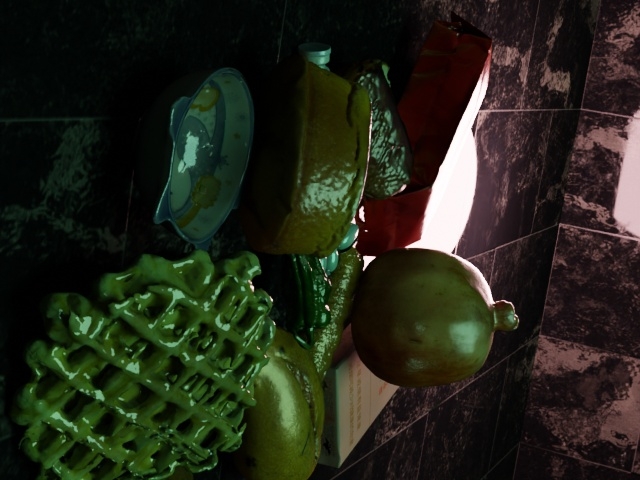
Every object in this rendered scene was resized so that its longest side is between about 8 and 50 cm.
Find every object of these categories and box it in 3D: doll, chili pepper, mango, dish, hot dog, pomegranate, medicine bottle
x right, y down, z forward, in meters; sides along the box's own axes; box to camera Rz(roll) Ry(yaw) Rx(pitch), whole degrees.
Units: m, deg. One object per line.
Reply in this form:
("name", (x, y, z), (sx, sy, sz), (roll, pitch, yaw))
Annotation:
("doll", (0.000, 0.000, 1.884), (0.159, 0.059, 0.158), (65, 43, -58))
("chili pepper", (-0.028, 0.026, 1.753), (0.100, 0.074, 0.257), (143, -63, -79))
("mango", (-0.063, 0.236, 1.778), (0.177, 0.120, 0.294), (-53, 146, -45))
("dish", (-0.163, -0.095, 1.407), (0.236, 0.086, 0.228), (82, 30, -48))
("hot dog", (0.068, -0.167, 1.876), (0.160, 0.099, 0.227), (-47, 127, -34))
("pomegranate", (0.187, 0.126, 2.036), (0.252, 0.270, 0.229), (53, 39, -70))
("medicine bottle", (-0.011, -0.183, 1.770), (0.051, 0.051, 0.191), (-40, 138, -56))
("hot dog", (0.002, 0.137, 1.950), (0.289, 0.068, 0.083), (-67, 153, -18))

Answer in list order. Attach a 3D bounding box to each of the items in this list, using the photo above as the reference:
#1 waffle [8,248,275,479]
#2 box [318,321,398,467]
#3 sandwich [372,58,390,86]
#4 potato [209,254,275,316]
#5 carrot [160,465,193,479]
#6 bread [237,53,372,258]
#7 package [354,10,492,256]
("waffle", (-0.183, 0.148, 1.353), (0.317, 0.073, 0.297), (-11, 122, -36))
("box", (0.086, 0.220, 2.215), (0.365, 0.051, 0.204), (-43, 138, -54))
("sandwich", (0.088, -0.238, 1.995), (0.093, 0.036, 0.104), (-9, 111, -67))
("potato", (-0.147, 0.095, 1.539), (0.138, 0.098, 0.243), (-61, 165, -10))
("carrot", (-0.229, 0.308, 1.526), (0.254, 0.049, 0.049), (8, 94, -65))
("bread", (-0.027, -0.105, 1.571), (0.195, 0.143, 0.269), (132, -31, -55))
("package", (0.175, -0.173, 2.092), (0.196, 0.123, 0.423), (87, 25, -61))
